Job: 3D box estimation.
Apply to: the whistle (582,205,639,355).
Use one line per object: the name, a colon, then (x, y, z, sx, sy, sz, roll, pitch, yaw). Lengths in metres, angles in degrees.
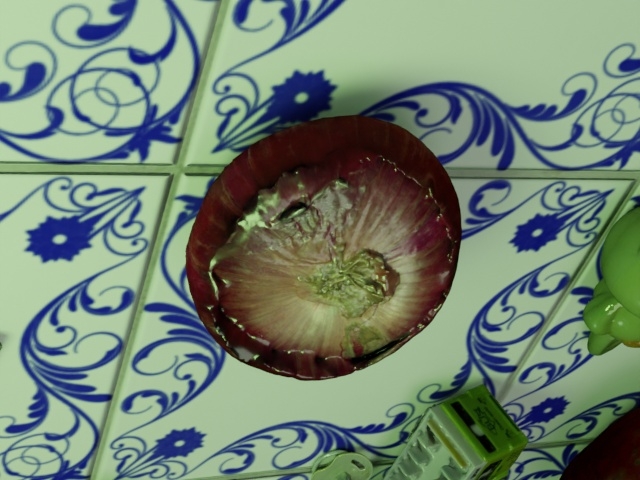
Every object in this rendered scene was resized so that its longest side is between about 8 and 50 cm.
whistle: (0.362, 0.067, 1.254, 0.141, 0.141, 0.294, -15, 141, -10)

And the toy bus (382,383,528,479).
toy bus: (0.129, 0.313, 1.420, 0.139, 0.113, 0.301, -14, 143, -39)

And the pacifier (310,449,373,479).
pacifier: (0.025, 0.295, 1.408, 0.083, 0.064, 0.068, -38, 121, 18)

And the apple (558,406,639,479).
apple: (0.495, 0.356, 1.532, 0.365, 0.295, 0.329, -8, 168, -19)

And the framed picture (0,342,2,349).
framed picture: (-0.469, 0.139, 1.035, 0.293, 0.018, 0.231, 14, 129, -36)

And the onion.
onion: (0.000, 0.003, 0.992, 0.248, 0.161, 0.248, -18, 134, -19)
